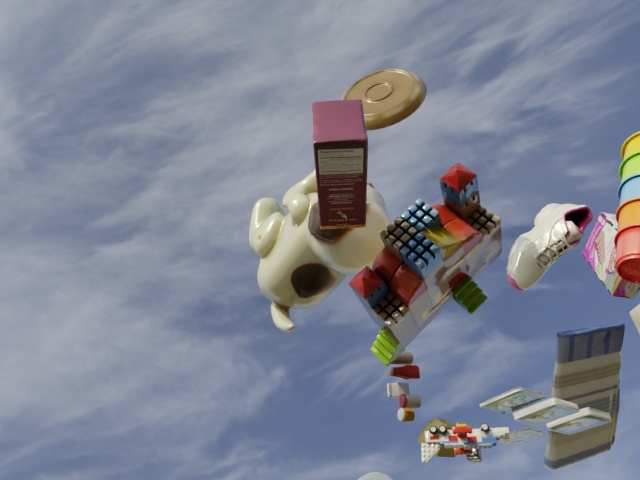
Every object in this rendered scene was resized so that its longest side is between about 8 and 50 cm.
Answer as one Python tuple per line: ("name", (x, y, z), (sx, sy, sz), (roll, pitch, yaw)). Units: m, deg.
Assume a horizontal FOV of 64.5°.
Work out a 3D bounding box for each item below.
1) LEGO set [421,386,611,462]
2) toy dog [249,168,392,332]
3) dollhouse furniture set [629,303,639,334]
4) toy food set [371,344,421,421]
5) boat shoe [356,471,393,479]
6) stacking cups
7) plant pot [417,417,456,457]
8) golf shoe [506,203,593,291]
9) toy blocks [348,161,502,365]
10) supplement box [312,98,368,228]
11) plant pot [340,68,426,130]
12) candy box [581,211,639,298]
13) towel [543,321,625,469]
("LEGO set", (0.274, 0.297, 0.758), (0.183, 0.060, 0.244), (21, -41, -21))
("toy dog", (0.000, 0.000, 1.215), (0.285, 0.395, 0.408), (36, -33, -18))
("dollhouse furniture set", (0.800, 0.085, 1.006), (0.198, 0.286, 0.303), (0, -37, -8))
("toy food set", (0.221, 0.409, 1.490), (0.105, 0.232, 0.111), (8, -27, -19))
("boat shoe", (0.056, 0.654, 1.208), (0.306, 0.113, 0.104), (-2, -74, -47))
("stacking cups", (0.535, -0.059, 0.848), (0.096, 0.316, 0.096), (23, -36, 17))
("plant pot", (0.338, 0.547, 1.422), (0.081, 0.081, 0.083), (20, -89, -35))
("golf shoe", (0.616, 0.008, 1.368), (0.115, 0.140, 0.306), (43, -108, -13))
("toy blocks", (0.199, 0.034, 0.946), (0.381, 0.191, 0.261), (-43, -34, -6))
("supplement box", (0.032, -0.118, 0.817), (0.081, 0.104, 0.188), (-3, -41, 2))
("plant pot", (0.152, -0.372, 1.303), (0.236, 0.236, 0.032), (-24, -45, 3))
("candy box", (0.878, 0.040, 1.505), (0.071, 0.233, 0.159), (7, -60, -1))
("towel", (0.532, 0.309, 1.024), (0.209, 0.034, 0.284), (-3, -81, -28))
